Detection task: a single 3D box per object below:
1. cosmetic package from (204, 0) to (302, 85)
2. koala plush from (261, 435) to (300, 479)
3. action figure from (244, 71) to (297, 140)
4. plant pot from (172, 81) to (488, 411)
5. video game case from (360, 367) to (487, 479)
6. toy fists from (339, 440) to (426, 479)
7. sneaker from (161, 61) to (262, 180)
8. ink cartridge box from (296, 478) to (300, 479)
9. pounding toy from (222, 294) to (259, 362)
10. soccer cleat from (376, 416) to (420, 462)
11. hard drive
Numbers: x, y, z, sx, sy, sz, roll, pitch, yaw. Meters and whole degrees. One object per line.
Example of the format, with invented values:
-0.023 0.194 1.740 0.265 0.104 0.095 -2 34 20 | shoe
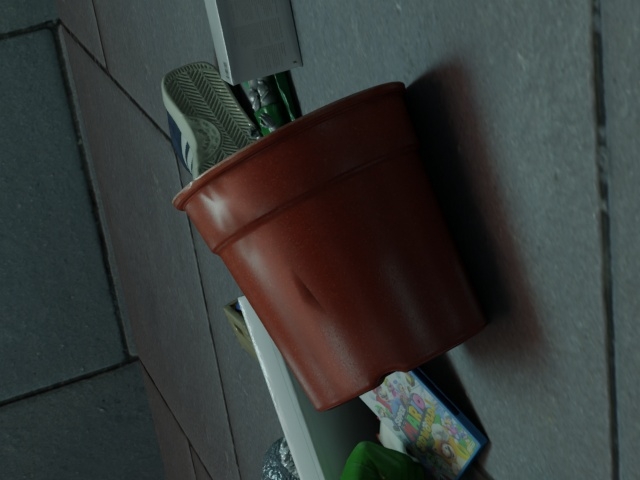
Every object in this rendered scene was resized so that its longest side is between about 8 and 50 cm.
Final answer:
-0.098 -0.325 1.711 0.060 0.099 0.239 -140 37 -65 | cosmetic package
-0.035 0.403 2.125 0.196 0.203 0.221 123 140 -68 | koala plush
-0.062 -0.158 1.835 0.232 0.063 0.137 68 160 2 | action figure
0.027 0.017 1.416 0.265 0.272 0.272 63 163 3 | plant pot
0.114 0.202 1.585 0.166 0.015 0.119 46 145 18 | video game case
0.093 0.344 1.648 0.279 0.096 0.142 56 -142 -47 | toy fists
-0.137 -0.106 2.034 0.148 0.131 0.350 83 167 -52 | sneaker
0.022 0.433 1.918 0.235 0.193 0.088 -128 24 -51 | ink cartridge box
-0.061 0.100 1.995 0.100 0.130 0.141 65 167 -20 | pounding toy
0.101 0.179 1.656 0.076 0.068 0.196 21 128 45 | soccer cleat
0.013 0.228 1.785 0.233 0.047 0.353 -4 -107 -68 | hard drive
